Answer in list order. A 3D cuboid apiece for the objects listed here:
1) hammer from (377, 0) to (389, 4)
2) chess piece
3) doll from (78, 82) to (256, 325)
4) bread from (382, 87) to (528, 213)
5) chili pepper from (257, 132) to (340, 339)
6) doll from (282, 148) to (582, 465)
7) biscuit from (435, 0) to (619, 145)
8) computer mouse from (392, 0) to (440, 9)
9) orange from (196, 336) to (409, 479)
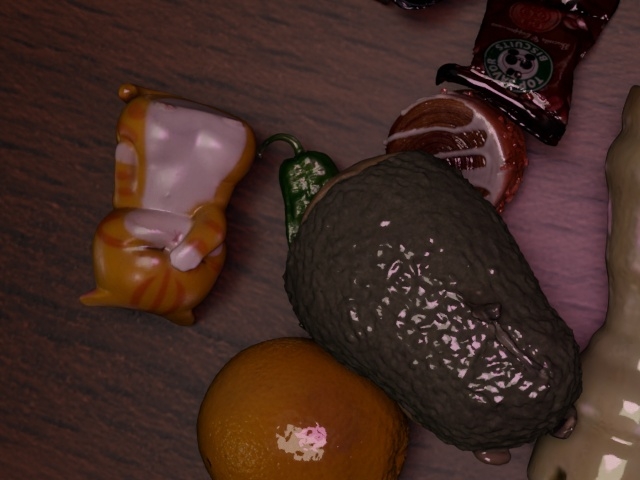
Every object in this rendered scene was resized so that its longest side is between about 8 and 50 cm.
[{"bbox_3d":[-0.043,-0.354,1.707,0.297,0.027,0.125,26,92,10],"label":"hammer"},{"bbox_3d":[0.360,0.074,1.511,0.234,0.234,0.442,19,94,11],"label":"chess piece"},{"bbox_3d":[-0.175,-0.043,1.649,0.166,0.162,0.270,14,84,-12],"label":"doll"},{"bbox_3d":[0.151,-0.093,1.610,0.160,0.073,0.160,4,100,27],"label":"bread"},{"bbox_3d":[-0.003,0.001,1.656,0.100,0.074,0.257,-9,87,7],"label":"chili pepper"},{"bbox_3d":[0.121,0.073,1.479,0.247,0.247,0.349,-49,59,5],"label":"doll"},{"bbox_3d":[0.229,-0.214,1.597,0.151,0.063,0.235,20,54,12],"label":"biscuit"},{"bbox_3d":[0.130,-0.372,1.646,0.146,0.077,0.242,22,84,-9],"label":"computer mouse"},{"bbox_3d":[-0.020,0.212,1.575,0.236,0.236,0.236,-1,87,10],"label":"orange"}]
